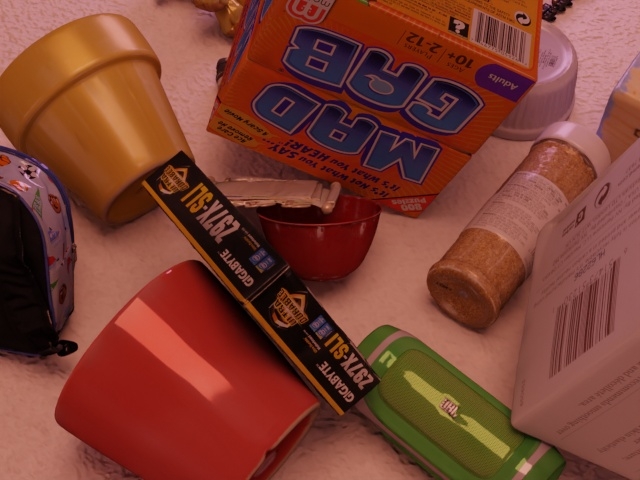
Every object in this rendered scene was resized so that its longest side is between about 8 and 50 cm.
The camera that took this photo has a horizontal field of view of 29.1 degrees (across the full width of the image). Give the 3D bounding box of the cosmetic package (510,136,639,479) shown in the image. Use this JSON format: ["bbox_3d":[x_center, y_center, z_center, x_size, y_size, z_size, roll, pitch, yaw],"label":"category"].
[{"bbox_3d":[0.500,0.112,1.540,0.393,0.329,0.327,25,52,-12],"label":"cosmetic package"}]

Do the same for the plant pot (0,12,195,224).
[{"bbox_3d":[-0.316,-0.163,1.815,0.254,0.254,0.239,-30,77,-24],"label":"plant pot"}]

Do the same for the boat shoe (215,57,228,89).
[{"bbox_3d":[-0.072,-0.287,2.018,0.206,0.075,0.065,-11,57,-7],"label":"boat shoe"}]

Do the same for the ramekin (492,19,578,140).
[{"bbox_3d":[0.323,-0.276,2.019,0.207,0.109,0.207,2,52,-3],"label":"ramekin"}]

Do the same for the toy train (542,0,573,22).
[{"bbox_3d":[0.430,-0.430,2.197,0.036,0.027,0.158,30,56,30],"label":"toy train"}]

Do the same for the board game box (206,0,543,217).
[{"bbox_3d":[0.087,-0.322,1.818,0.356,0.356,0.356,22,52,-13],"label":"board game box"}]

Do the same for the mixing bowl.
[{"bbox_3d":[0.000,0.000,1.771,0.181,0.098,0.181,-2,15,0],"label":"mixing bowl"}]

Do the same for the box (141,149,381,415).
[{"bbox_3d":[-0.080,0.050,1.589,0.079,0.257,0.322,-39,42,-5],"label":"box"}]

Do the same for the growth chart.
[{"bbox_3d":[-0.082,-0.068,1.798,0.237,0.021,0.172,3,17,14],"label":"growth chart"}]

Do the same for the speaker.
[{"bbox_3d":[0.168,0.238,1.608,0.296,0.131,0.131,37,59,21],"label":"speaker"}]

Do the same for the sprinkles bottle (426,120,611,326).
[{"bbox_3d":[0.298,-0.030,1.822,0.121,0.121,0.355,31,57,18],"label":"sprinkles bottle"}]

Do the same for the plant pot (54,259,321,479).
[{"bbox_3d":[-0.151,0.203,1.543,0.243,0.275,0.275,39,59,11],"label":"plant pot"}]

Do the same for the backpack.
[{"bbox_3d":[-0.446,0.001,1.653,0.276,0.263,0.213,8,37,1],"label":"backpack"}]

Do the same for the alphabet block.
[{"bbox_3d":[0.554,-0.179,1.913,0.197,0.193,0.192,30,58,17],"label":"alphabet block"}]

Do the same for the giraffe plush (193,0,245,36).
[{"bbox_3d":[-0.200,-0.461,2.099,0.170,0.210,0.181,9,50,40],"label":"giraffe plush"}]
